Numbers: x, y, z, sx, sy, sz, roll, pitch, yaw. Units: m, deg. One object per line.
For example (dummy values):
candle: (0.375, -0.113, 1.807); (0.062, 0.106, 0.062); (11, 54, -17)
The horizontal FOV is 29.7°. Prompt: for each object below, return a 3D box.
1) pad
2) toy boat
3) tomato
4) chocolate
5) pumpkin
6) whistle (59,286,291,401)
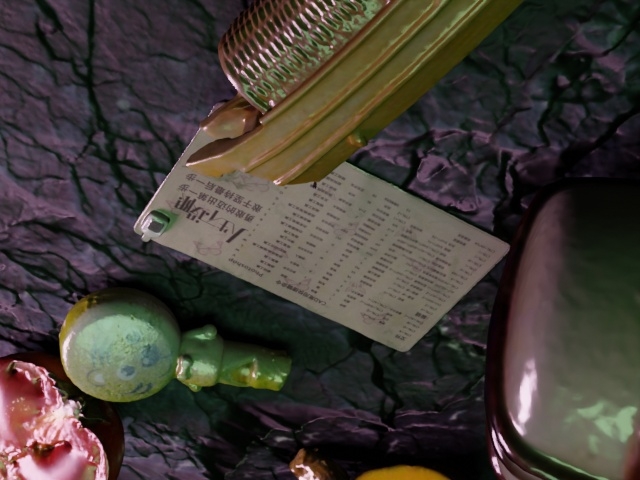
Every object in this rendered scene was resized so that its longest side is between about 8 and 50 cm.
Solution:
pad: (0.000, 0.000, 0.958); (0.265, 0.009, 0.159); (25, 130, -18)
toy boat: (0.023, -0.139, 0.767); (0.115, 0.089, 0.310); (35, 128, -21)
tomato: (-0.240, 0.164, 1.088); (0.139, 0.091, 0.159); (-42, 91, 25)
chocolate: (0.208, 0.090, 0.850); (0.186, 0.284, 0.284); (2, 134, 6)
pumpkin: (0.069, 0.251, 1.114); (0.248, 0.126, 0.131); (20, 176, 27)
whistle: (-0.124, 0.094, 1.036); (0.198, 0.057, 0.104); (8, 119, -13)
